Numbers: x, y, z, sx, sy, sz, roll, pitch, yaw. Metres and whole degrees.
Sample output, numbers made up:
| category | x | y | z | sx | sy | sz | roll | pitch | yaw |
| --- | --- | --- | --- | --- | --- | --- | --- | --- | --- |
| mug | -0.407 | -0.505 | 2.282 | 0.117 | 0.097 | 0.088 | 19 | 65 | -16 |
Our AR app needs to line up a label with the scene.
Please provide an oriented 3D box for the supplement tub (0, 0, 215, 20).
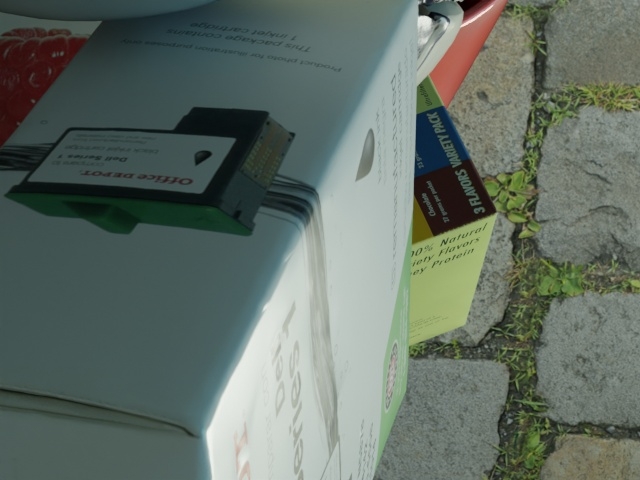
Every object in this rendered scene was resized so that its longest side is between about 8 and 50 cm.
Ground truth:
| category | x | y | z | sx | sy | sz | roll | pitch | yaw |
| --- | --- | --- | --- | --- | --- | --- | --- | --- | --- |
| supplement tub | -0.055 | -0.224 | 0.570 | 0.316 | 0.228 | 0.228 | -80 | 172 | -61 |

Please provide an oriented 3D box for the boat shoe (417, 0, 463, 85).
| category | x | y | z | sx | sy | sz | roll | pitch | yaw |
| --- | --- | --- | --- | --- | --- | --- | --- | --- | --- |
| boat shoe | -0.062 | -0.043 | 1.049 | 0.158 | 0.127 | 0.340 | -14 | 141 | -58 |

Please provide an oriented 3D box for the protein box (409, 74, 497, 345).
| category | x | y | z | sx | sy | sz | roll | pitch | yaw |
| --- | --- | --- | --- | --- | --- | --- | --- | --- | --- |
| protein box | 0.000 | 0.000 | 1.305 | 0.201 | 0.200 | 0.136 | 95 | -27 | -65 |

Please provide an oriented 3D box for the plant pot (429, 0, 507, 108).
| category | x | y | z | sx | sy | sz | roll | pitch | yaw |
| --- | --- | --- | --- | --- | --- | --- | --- | --- | --- |
| plant pot | 0.007 | -0.178 | 1.409 | 0.243 | 0.275 | 0.275 | 104 | -6 | -54 |

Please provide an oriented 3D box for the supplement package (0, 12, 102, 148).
| category | x | y | z | sx | sy | sz | roll | pitch | yaw |
| --- | --- | --- | --- | --- | --- | --- | --- | --- | --- |
| supplement package | -0.072 | -0.018 | 0.811 | 0.175 | 0.178 | 0.292 | 78 | 15 | -78 |

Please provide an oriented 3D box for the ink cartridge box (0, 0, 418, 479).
| category | x | y | z | sx | sy | sz | roll | pitch | yaw |
| --- | --- | --- | --- | --- | --- | --- | --- | --- | --- |
| ink cartridge box | -0.040 | 0.041 | 0.502 | 0.219 | 0.093 | 0.160 | -66 | 160 | -54 |
